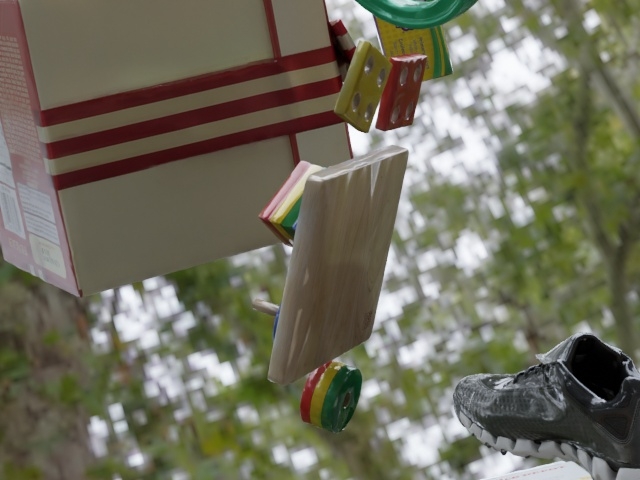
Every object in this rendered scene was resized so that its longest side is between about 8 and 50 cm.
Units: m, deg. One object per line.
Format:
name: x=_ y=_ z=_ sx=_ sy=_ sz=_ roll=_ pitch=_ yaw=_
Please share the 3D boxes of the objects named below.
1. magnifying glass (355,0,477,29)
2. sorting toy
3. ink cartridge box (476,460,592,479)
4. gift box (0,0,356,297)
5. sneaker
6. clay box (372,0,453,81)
magnifying glass: x=-0.009 y=-0.179 z=1.011 sx=0.026 sy=0.231 sz=0.092 roll=-38 pitch=-37 yaw=-38
sorting toy: x=0.000 y=0.000 z=1.221 sx=0.132 sy=0.046 sz=0.274 roll=-24 pitch=-51 yaw=-62
ink cartridge box: x=0.221 y=0.281 z=1.943 sx=0.127 sy=0.072 sz=0.175 roll=-12 pitch=6 yaw=-6
gift box: x=-0.113 y=-0.089 z=1.476 sx=0.258 sy=0.255 sz=0.276 roll=-16 pitch=-72 yaw=-21
sneaker: x=0.183 y=0.113 z=1.443 sx=0.078 sy=0.234 sz=0.106 roll=-15 pitch=-72 yaw=-32
clay box: x=0.053 y=-0.217 z=1.471 sx=0.053 sy=0.127 sz=0.222 roll=-15 pitch=-48 yaw=5
